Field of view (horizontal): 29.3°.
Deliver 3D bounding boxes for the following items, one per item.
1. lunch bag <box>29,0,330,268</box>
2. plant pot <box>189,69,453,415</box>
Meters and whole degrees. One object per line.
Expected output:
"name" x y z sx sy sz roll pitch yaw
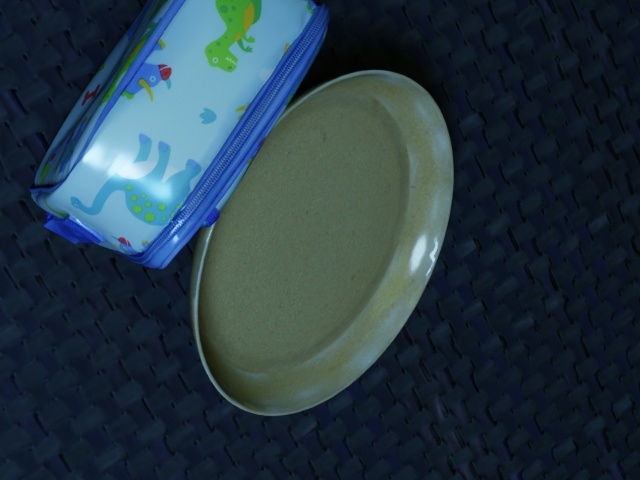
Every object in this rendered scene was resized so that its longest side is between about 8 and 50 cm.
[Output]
"lunch bag" -0.087 -0.071 0.692 0.090 0.219 0.176 36 81 -15
"plant pot" 0.000 0.000 0.791 0.236 0.032 0.236 -28 131 -37
